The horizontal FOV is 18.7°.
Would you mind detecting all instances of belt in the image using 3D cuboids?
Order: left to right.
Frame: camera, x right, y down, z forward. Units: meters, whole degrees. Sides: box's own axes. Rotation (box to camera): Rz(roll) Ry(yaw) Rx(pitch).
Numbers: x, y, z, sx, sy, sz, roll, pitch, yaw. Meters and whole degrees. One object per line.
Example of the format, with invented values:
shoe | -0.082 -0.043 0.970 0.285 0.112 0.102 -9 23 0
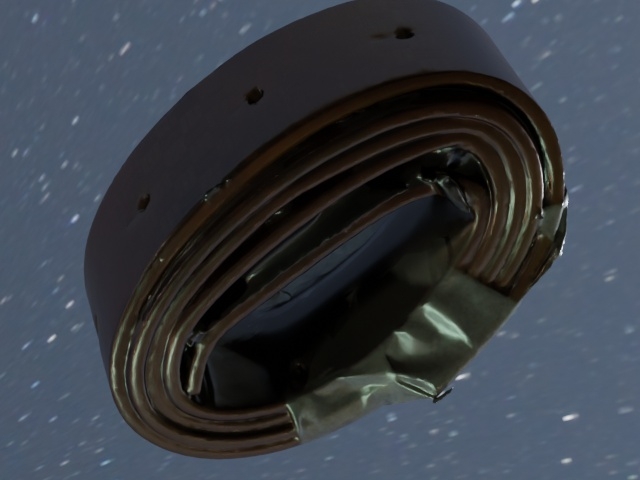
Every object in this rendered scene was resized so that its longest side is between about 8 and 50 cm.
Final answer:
belt | 0.000 0.000 0.986 0.261 0.105 0.184 -37 -54 10
